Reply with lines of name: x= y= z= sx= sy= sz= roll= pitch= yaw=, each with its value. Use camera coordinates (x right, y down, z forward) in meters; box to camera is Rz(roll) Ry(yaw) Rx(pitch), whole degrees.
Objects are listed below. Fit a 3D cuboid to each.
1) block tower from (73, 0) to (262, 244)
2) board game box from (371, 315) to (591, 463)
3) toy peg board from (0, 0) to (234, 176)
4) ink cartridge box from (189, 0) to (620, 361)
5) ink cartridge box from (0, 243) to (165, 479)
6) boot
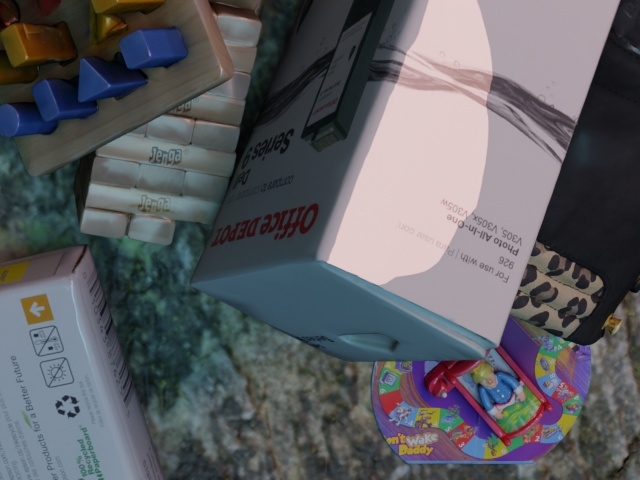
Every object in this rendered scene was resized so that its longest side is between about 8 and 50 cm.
block tower: x=-0.081 y=-0.170 z=1.016 sx=0.090 sy=0.097 sz=0.336 roll=9 pitch=108 yaw=-15
board game box: x=0.122 y=0.108 z=1.183 sx=0.168 sy=0.033 sz=0.133 roll=2 pitch=107 yaw=-13
toy peg board: x=-0.159 y=-0.136 z=0.947 sx=0.161 sy=0.079 sz=0.161 roll=-24 pitch=85 yaw=32
ink cartridge box: x=0.055 y=-0.084 z=0.956 sx=0.121 sy=0.211 sz=0.289 roll=26 pitch=75 yaw=-19
ink cartridge box: x=-0.258 y=0.178 z=1.092 sx=0.307 sy=0.072 sz=0.304 roll=-11 pitch=111 yaw=11
boot: x=0.258 y=-0.059 z=1.090 sx=0.377 sy=0.138 sz=0.284 roll=14 pitch=126 yaw=-47
